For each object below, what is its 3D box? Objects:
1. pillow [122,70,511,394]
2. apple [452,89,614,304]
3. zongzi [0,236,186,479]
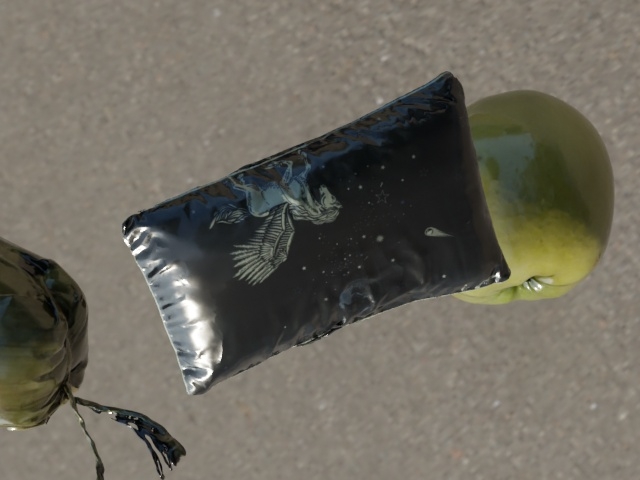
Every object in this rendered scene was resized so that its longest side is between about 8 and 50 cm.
[{"bbox_3d":[0.000,0.000,0.872,0.055,0.208,0.141,-119,9,-60],"label":"pillow"},{"bbox_3d":[0.224,-0.046,1.802,0.262,0.262,0.262,24,129,33],"label":"apple"},{"bbox_3d":[-0.309,0.026,1.318,0.447,0.418,0.181,7,120,3],"label":"zongzi"}]
